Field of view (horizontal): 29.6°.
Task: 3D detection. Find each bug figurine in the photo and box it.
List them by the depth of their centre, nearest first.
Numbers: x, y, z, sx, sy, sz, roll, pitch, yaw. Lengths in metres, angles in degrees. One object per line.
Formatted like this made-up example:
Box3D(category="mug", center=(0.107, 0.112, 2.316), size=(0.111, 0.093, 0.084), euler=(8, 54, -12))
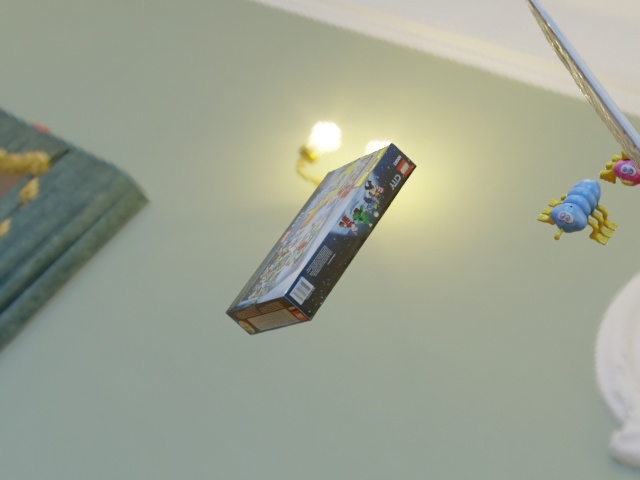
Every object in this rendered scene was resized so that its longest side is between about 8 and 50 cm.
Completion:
Box3D(category="bug figurine", center=(0.404, -0.038, 1.395), size=(0.279, 0.216, 0.072), euler=(20, -43, 21))

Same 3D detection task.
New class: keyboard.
Box3D(category="keyboard", center=(0.161, -0.079, 0.691), size=(0.072, 0.014, 0.256), euler=(45, 17, -32))

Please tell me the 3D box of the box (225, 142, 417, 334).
Box3D(category="box", center=(0.000, 0.000, 1.395), size=(0.044, 0.233, 0.159), euler=(42, -25, -14))
